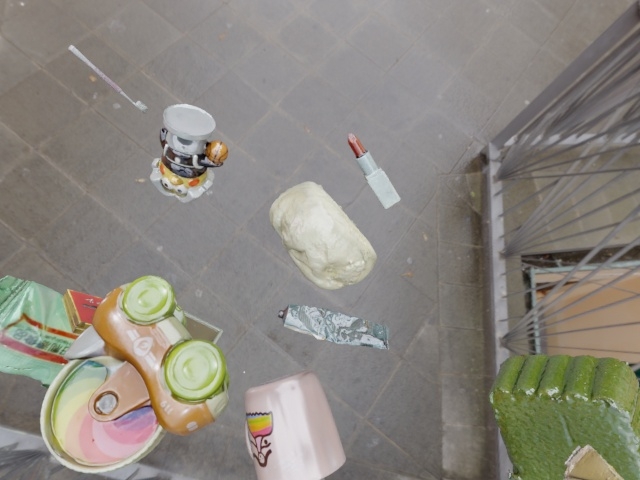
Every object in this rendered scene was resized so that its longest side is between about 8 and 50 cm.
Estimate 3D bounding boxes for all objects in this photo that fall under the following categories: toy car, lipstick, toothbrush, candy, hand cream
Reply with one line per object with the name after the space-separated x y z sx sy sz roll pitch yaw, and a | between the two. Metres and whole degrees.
-0.251 0.184 0.530 0.235 0.145 0.235 4 62 -8 | toy car
0.076 -0.108 0.612 0.030 0.030 0.129 -33 114 10 | lipstick
-0.447 -0.338 0.859 0.014 0.194 0.017 35 87 33 | toothbrush
-0.740 0.243 1.066 0.172 0.398 0.263 28 79 29 | candy
0.029 0.182 0.872 0.247 0.052 0.075 10 46 3 | hand cream

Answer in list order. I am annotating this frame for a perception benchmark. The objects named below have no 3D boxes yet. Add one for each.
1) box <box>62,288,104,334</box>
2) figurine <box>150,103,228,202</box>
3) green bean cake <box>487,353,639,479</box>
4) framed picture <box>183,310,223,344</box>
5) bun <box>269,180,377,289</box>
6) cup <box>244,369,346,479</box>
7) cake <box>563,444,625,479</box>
-0.383 0.130 0.686 0.090 0.133 0.023 32 86 -41 | box
-0.330 -0.203 1.012 0.176 0.236 0.133 25 43 -6 | figurine
0.483 0.358 0.771 0.156 0.247 0.250 -30 100 -45 | green bean cake
-0.313 0.224 0.868 0.150 0.203 0.015 27 112 -4 | framed picture
0.000 0.000 1.158 0.211 0.360 0.360 -40 82 7 | bun
-0.086 0.415 0.899 0.191 0.253 0.200 -1 68 -48 | cup
0.380 0.312 0.522 0.065 0.121 0.052 -39 77 -15 | cake
